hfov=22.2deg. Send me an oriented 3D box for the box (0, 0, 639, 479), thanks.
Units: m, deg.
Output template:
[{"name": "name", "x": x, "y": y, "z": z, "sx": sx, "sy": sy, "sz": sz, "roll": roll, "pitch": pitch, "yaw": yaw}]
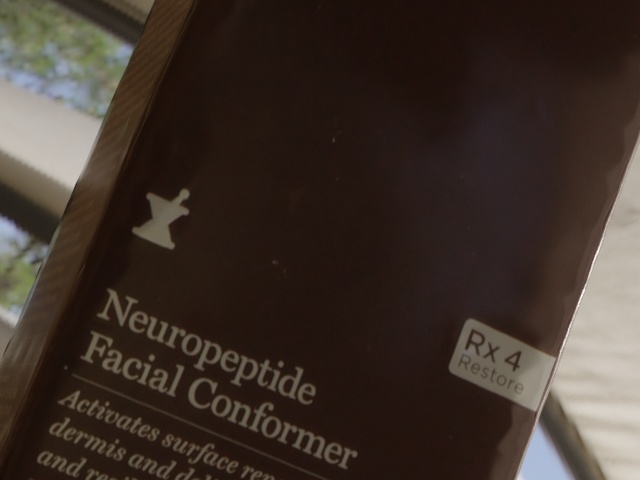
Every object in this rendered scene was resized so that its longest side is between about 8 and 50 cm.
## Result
[{"name": "box", "x": 0.000, "y": 0.000, "z": 0.663, "sx": 0.381, "sy": 0.191, "sz": 0.143, "roll": -69, "pitch": -165, "yaw": -12}]
